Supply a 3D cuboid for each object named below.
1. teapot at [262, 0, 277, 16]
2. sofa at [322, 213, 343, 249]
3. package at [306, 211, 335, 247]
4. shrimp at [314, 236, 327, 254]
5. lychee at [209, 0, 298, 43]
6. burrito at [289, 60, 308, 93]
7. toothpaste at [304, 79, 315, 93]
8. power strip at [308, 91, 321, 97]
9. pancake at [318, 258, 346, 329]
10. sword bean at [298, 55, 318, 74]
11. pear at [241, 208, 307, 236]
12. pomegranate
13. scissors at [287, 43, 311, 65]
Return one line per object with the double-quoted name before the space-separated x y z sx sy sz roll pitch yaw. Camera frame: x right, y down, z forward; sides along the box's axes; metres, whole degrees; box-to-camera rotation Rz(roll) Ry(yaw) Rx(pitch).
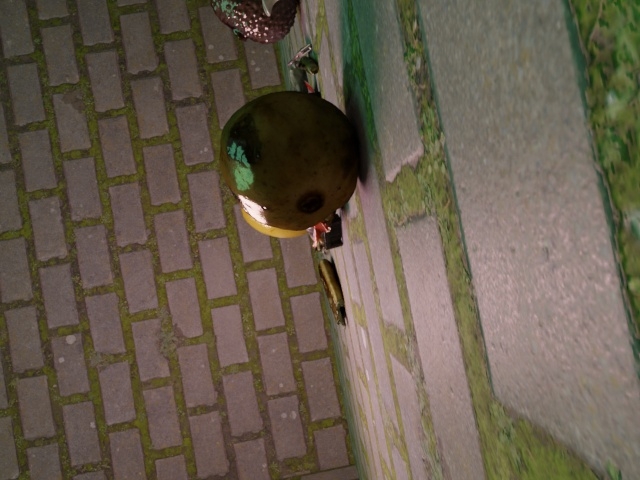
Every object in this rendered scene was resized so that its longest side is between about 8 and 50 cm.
"teapot" -0.090 -0.649 1.060 0.204 0.140 0.297 -113 12 -87
"sofa" 0.036 -0.026 1.515 0.117 0.060 0.039 84 167 -49
"package" -0.008 -0.138 1.379 0.223 0.109 0.287 117 153 -75
"shrimp" -0.003 -0.031 2.119 0.287 0.069 0.185 98 165 -85
"lychee" -0.200 -0.770 1.549 0.300 0.301 0.299 170 90 -87
"burrito" -0.073 -0.555 1.765 0.064 0.064 0.202 95 164 -78
"toothpaste" -0.036 -0.445 1.609 0.301 0.048 0.075 155 108 -84
"power strip" -0.014 -0.389 1.449 0.111 0.038 0.029 84 174 -58
"pancake" 0.059 0.223 2.089 0.427 0.067 0.304 117 135 -83
"sword bean" -0.039 -0.523 1.458 0.269 0.038 0.043 -109 3 -65
"pear" -0.131 -0.173 1.775 0.348 0.349 0.347 170 90 -87
"pomegranate" -0.058 -0.159 0.955 0.281 0.282 0.280 170 90 -87
"scissors" -0.056 -0.575 1.496 0.022 0.085 0.176 44 176 -20
